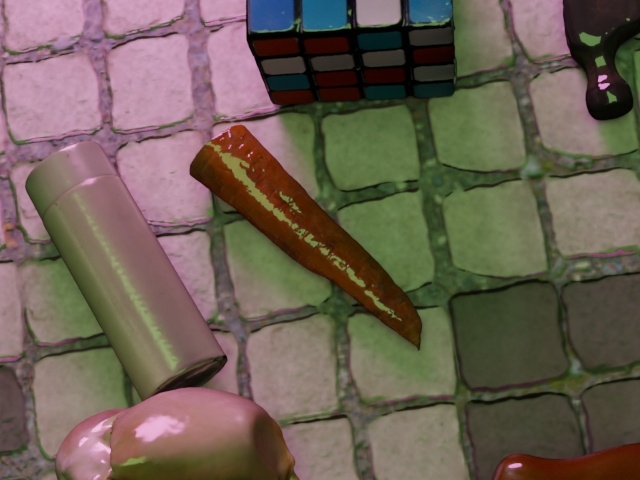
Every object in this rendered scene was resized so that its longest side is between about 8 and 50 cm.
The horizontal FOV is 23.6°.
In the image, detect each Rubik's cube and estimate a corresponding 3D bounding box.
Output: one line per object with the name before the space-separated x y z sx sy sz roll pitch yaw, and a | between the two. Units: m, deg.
Rubik's cube | 0.026 -0.201 1.154 0.151 0.155 0.154 -3 77 6

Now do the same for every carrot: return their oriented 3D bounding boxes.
carrot | 0.000 0.000 1.166 0.224 0.057 0.057 41 84 11

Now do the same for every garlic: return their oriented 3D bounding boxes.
garlic | -0.082 0.217 1.039 0.281 0.203 0.184 46 107 30

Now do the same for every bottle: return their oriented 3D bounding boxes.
bottle | -0.150 0.025 1.164 0.072 0.072 0.201 -31 75 -1

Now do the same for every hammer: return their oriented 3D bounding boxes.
hammer | 0.402 -0.214 1.173 0.440 0.044 0.168 -11 77 4

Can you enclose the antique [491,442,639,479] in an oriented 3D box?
antique | 0.226 0.250 1.035 0.278 0.129 0.223 21 80 11
